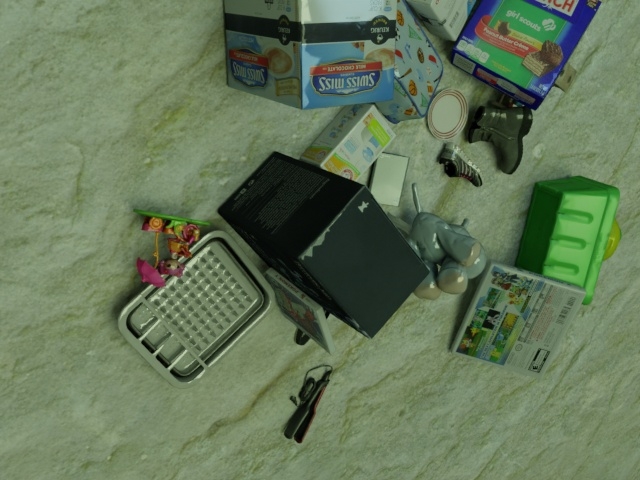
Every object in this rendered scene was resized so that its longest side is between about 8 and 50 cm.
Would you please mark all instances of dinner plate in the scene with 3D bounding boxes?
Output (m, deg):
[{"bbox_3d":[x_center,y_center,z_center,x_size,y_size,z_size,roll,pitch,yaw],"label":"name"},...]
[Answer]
[{"bbox_3d":[0.344,-0.343,2.050,0.141,0.017,0.141,-11,111,-29],"label":"dinner plate"}]

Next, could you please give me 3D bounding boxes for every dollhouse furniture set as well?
[{"bbox_3d":[0.596,-0.425,2.101,0.129,0.129,0.184,12,108,-54],"label":"dollhouse furniture set"}]

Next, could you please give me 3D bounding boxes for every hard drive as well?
[{"bbox_3d":[0.176,-0.162,1.989,0.094,0.022,0.135,8,102,-17],"label":"hard drive"}]

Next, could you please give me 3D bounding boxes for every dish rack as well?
[{"bbox_3d":[-0.293,0.157,1.787,0.333,0.072,0.286,-43,123,-13],"label":"dish rack"}]

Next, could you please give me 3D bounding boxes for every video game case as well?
[{"bbox_3d":[0.588,0.242,2.264,0.299,0.036,0.329,16,116,-4],"label":"video game case"},{"bbox_3d":[-0.047,0.174,1.844,0.023,0.183,0.201,-41,145,-20],"label":"video game case"}]

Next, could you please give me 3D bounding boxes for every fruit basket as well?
[{"bbox_3d":[0.819,-0.007,2.340,0.391,0.283,0.392,-4,106,-13],"label":"fruit basket"}]

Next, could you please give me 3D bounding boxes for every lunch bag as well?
[{"bbox_3d":[0.180,-0.444,1.820,0.303,0.115,0.243,49,49,-36],"label":"lunch bag"}]

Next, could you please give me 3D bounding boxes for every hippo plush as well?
[{"bbox_3d":[0.324,0.037,2.079,0.234,0.294,0.236,-50,154,15],"label":"hippo plush"}]

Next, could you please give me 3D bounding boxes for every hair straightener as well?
[{"bbox_3d":[-0.037,0.439,2.063,0.089,0.047,0.230,31,89,-36],"label":"hair straightener"}]

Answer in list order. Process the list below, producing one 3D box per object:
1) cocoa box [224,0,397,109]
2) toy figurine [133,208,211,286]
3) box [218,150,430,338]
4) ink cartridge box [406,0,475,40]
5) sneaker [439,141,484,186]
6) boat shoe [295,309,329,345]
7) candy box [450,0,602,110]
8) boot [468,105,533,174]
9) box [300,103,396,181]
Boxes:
[{"bbox_3d":[-0.030,-0.417,1.583,0.231,0.347,0.228,-11,113,-29],"label":"cocoa box"},{"bbox_3d":[-0.336,0.023,1.656,0.173,0.130,0.159,9,90,-28],"label":"toy figurine"},{"bbox_3d":[0.000,0.000,1.718,0.212,0.395,0.293,-48,124,-11],"label":"box"},{"bbox_3d":[0.302,-0.601,1.855,0.190,0.082,0.140,26,92,-57],"label":"ink cartridge box"},{"bbox_3d":[0.388,-0.195,2.104,0.170,0.063,0.075,42,82,-30],"label":"sneaker"},{"bbox_3d":[-0.021,0.223,2.003,0.049,0.042,0.133,35,88,-38],"label":"boat shoe"},{"bbox_3d":[0.532,-0.546,1.954,0.268,0.122,0.317,31,86,7],"label":"candy box"},{"bbox_3d":[0.490,-0.287,2.124,0.161,0.083,0.247,-1,140,-2],"label":"boot"},{"bbox_3d":[0.068,-0.231,1.860,0.203,0.103,0.114,-49,124,-9],"label":"box"}]
